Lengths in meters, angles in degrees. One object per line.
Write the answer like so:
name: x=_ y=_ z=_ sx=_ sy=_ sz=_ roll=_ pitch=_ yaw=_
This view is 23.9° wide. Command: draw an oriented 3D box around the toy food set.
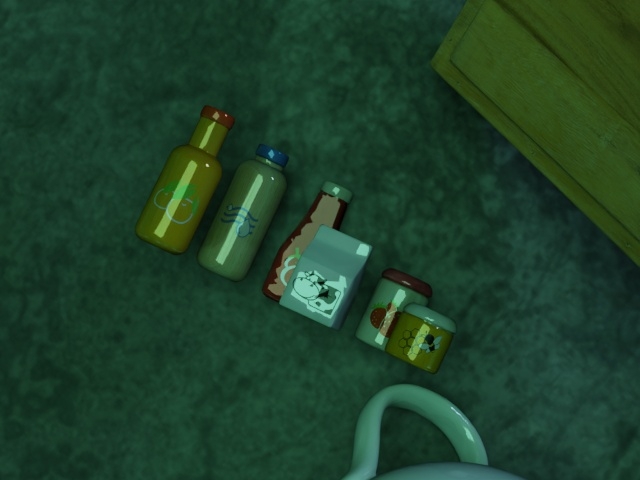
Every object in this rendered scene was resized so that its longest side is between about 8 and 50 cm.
toy food set: x=0.000 y=0.000 z=1.062 sx=0.232 sy=0.111 sz=0.104 roll=24 pitch=88 yaw=13

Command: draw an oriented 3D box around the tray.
tray: x=0.261 y=-0.068 z=0.946 sx=0.411 sy=0.076 sz=0.203 roll=47 pitch=123 yaw=28

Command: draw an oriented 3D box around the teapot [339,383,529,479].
teapot: x=0.108 y=0.251 z=0.986 sx=0.252 sy=0.187 sz=0.256 roll=17 pitch=104 yaw=37
